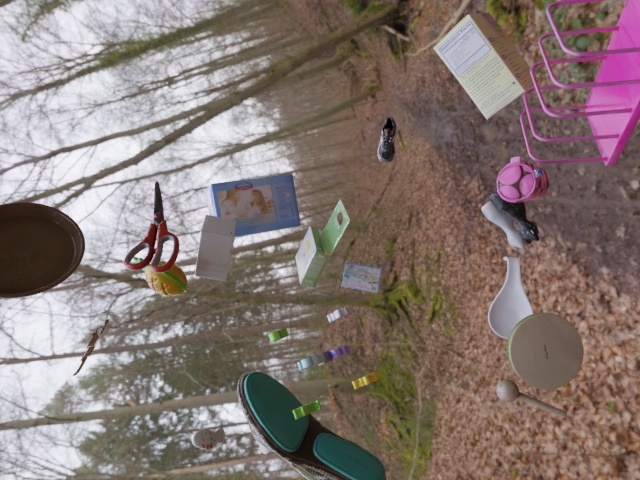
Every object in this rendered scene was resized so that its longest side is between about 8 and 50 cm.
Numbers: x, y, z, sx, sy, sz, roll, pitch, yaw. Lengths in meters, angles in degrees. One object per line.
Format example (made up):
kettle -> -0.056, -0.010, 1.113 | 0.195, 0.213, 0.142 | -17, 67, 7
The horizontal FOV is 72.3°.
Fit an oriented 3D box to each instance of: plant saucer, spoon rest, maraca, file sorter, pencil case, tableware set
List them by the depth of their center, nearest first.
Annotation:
file sorter -> 0.550, -0.329, 0.925 | 0.290, 0.182, 0.202 | 75, -162, -53
pencil case -> 0.479, -0.140, 1.025 | 0.209, 0.095, 0.098 | -8, -92, -57
plant saucer -> -0.724, 0.024, 1.056 | 0.041, 0.278, 0.278 | 120, 160, -47
tableware set -> -0.673, 0.308, 1.284 | 0.168, 0.020, 0.141 | -60, 15, 3
maraca -> -0.489, 0.106, 1.341 | 0.099, 0.186, 0.127 | -60, 3, -29
spoon rest -> 0.621, 0.183, 1.426 | 0.084, 0.137, 0.276 | 40, -125, -67

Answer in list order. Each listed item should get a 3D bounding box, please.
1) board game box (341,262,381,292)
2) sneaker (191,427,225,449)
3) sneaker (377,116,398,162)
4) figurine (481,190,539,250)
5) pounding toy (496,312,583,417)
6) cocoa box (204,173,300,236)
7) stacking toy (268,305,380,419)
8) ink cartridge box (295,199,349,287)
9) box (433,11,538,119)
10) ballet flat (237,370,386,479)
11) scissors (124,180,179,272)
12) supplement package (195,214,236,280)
board game box -> 0.173, 0.156, 1.839 | 0.026, 0.154, 0.103 | 40, -120, -75
sneaker -> -0.363, 0.626, 1.373 | 0.158, 0.065, 0.061 | 44, -149, -60
sneaker -> 0.246, -0.379, 1.631 | 0.077, 0.072, 0.178 | 52, -139, -65
figurine -> 0.671, -0.067, 1.539 | 0.209, 0.092, 0.215 | 62, 180, 15
pounding toy -> 0.535, 0.295, 1.101 | 0.110, 0.183, 0.236 | 111, 175, -87
cocoa box -> -0.289, -0.143, 1.860 | 0.228, 0.347, 0.231 | -176, 76, -70
stacking toy -> 0.011, 0.236, 0.882 | 0.221, 0.052, 0.167 | -8, -112, -43
ink cartridge box -> 0.000, 0.000, 1.295 | 0.171, 0.056, 0.235 | -106, 38, -63
box -> 0.456, -0.481, 1.195 | 0.243, 0.117, 0.213 | 53, -138, -2
ballet flat -> -0.053, 0.556, 1.190 | 0.483, 0.182, 0.164 | 35, -145, 0
scissors -> -0.346, -0.041, 0.965 | 0.297, 0.109, 0.021 | -92, -6, -46
supplement package -> -0.339, 0.024, 1.418 | 0.105, 0.105, 0.179 | -98, 23, -57
